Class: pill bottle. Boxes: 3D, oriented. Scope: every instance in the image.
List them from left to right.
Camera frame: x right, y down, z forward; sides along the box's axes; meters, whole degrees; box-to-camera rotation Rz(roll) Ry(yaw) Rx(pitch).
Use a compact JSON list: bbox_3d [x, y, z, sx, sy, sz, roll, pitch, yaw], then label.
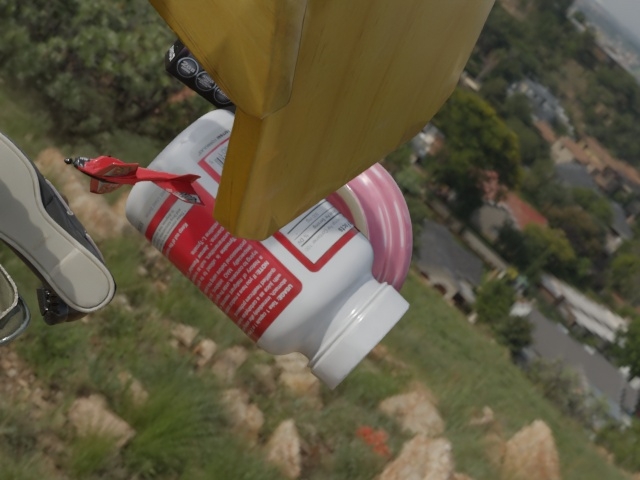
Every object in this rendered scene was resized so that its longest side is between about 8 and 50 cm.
[{"bbox_3d":[-0.072,0.019,1.523,0.408,0.229,0.229,44,20,4],"label":"pill bottle"}]

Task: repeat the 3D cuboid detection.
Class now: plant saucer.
[{"bbox_3d":[0.000,0.000,1.794,0.332,0.332,0.084,50,27,22],"label":"plant saucer"}]

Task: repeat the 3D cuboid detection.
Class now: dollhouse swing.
[{"bbox_3d":[-0.019,-0.231,0.806,0.347,0.305,0.315,-37,84,-34],"label":"dollhouse swing"}]

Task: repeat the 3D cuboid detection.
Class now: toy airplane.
[{"bbox_3d":[-0.187,-0.066,1.052,0.151,0.028,0.151,9,-12,2],"label":"toy airplane"}]

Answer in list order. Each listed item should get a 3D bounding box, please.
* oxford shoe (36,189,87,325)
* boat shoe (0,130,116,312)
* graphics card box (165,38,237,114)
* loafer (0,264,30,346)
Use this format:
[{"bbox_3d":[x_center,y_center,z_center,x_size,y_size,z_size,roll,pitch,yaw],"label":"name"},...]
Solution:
[{"bbox_3d":[-0.433,0.025,1.750,0.096,0.227,0.083,-7,5,-42],"label":"oxford shoe"},{"bbox_3d":[-0.432,-0.030,1.541,0.335,0.112,0.095,54,-7,-12],"label":"boat shoe"},{"bbox_3d":[-0.105,-0.417,2.010,0.233,0.371,0.094,35,22,-27],"label":"graphics card box"},{"bbox_3d":[-0.408,0.027,1.117,0.094,0.087,0.251,-37,56,-26],"label":"loafer"}]
